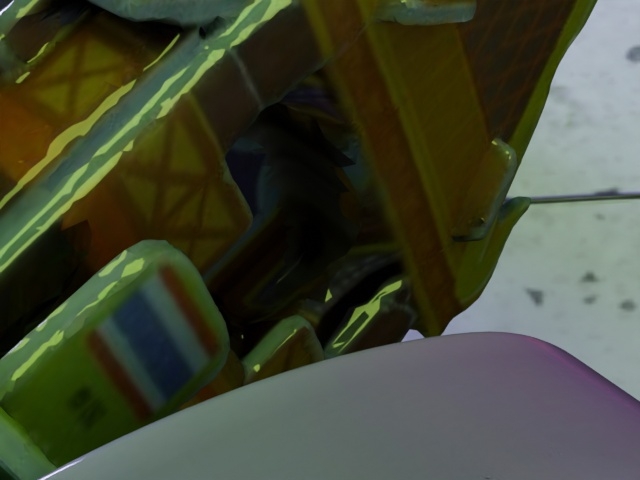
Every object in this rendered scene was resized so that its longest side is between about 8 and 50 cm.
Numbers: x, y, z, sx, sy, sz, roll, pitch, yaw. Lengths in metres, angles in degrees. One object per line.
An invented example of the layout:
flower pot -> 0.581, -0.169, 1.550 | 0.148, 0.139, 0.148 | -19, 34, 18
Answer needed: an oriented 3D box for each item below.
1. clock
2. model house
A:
clock -> -0.008, 0.183, 0.408 | 0.338, 0.338, 0.102 | -34, 48, -20
model house -> 0.000, 0.000, 0.563 | 0.313, 0.358, 0.242 | -43, 51, -15
